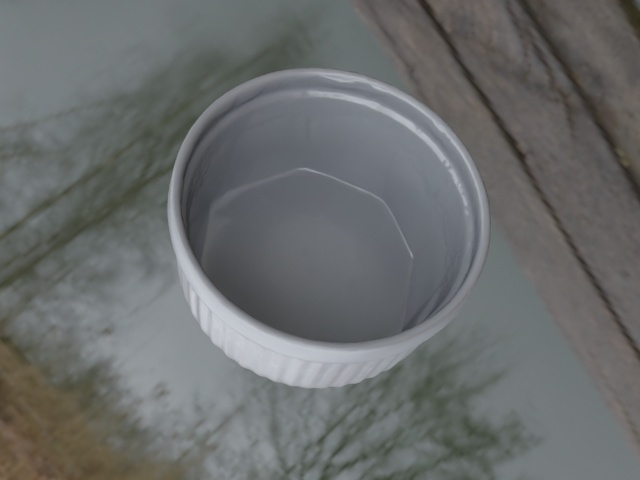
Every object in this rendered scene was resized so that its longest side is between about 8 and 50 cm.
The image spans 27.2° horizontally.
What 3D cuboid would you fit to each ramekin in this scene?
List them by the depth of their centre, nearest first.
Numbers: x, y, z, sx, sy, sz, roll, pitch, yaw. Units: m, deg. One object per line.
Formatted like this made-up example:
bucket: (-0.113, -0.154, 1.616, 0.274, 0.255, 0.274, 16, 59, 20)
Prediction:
ramekin: (0.000, 0.000, 0.877, 0.207, 0.207, 0.109, 43, 154, 13)
